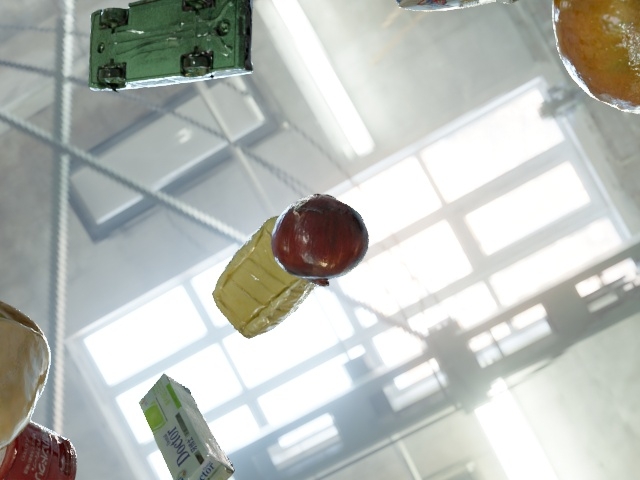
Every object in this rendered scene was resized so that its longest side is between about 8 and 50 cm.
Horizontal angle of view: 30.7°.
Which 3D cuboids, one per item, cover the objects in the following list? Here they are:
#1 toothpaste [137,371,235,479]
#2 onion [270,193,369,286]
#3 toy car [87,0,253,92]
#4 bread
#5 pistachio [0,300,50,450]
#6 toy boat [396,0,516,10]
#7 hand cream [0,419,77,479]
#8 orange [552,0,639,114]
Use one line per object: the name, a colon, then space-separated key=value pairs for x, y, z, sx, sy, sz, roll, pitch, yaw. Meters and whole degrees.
toothpaste: x=-0.239 y=0.338 z=2.034 sx=0.067 sy=0.081 sz=0.336 roll=40 pitch=-179 yaw=-27
onion: x=0.000 y=0.000 z=1.517 sx=0.131 sy=0.131 sz=0.131 roll=56 pitch=-166 yaw=-21
toy car: x=-0.231 y=-0.304 z=1.808 sx=0.097 sy=0.321 sz=0.141 roll=7 pitch=-98 yaw=-54
bread: x=-0.081 y=0.058 z=2.009 sx=0.140 sy=0.236 sz=0.106 roll=48 pitch=-152 yaw=15
pistachio: x=-0.497 y=0.164 z=1.538 sx=0.321 sy=0.238 sz=0.229 roll=37 pitch=-164 yaw=-52
toy boat: x=0.274 y=-0.441 z=1.987 sx=0.129 sy=0.295 sz=0.088 roll=60 pitch=-162 yaw=-71
hand cream: x=-0.494 y=0.375 z=1.856 sx=0.125 sy=0.193 sz=0.193 roll=38 pitch=-155 yaw=-38
orange: x=0.496 y=-0.317 z=1.783 sx=0.310 sy=0.274 sz=0.274 roll=57 pitch=-167 yaw=-25
